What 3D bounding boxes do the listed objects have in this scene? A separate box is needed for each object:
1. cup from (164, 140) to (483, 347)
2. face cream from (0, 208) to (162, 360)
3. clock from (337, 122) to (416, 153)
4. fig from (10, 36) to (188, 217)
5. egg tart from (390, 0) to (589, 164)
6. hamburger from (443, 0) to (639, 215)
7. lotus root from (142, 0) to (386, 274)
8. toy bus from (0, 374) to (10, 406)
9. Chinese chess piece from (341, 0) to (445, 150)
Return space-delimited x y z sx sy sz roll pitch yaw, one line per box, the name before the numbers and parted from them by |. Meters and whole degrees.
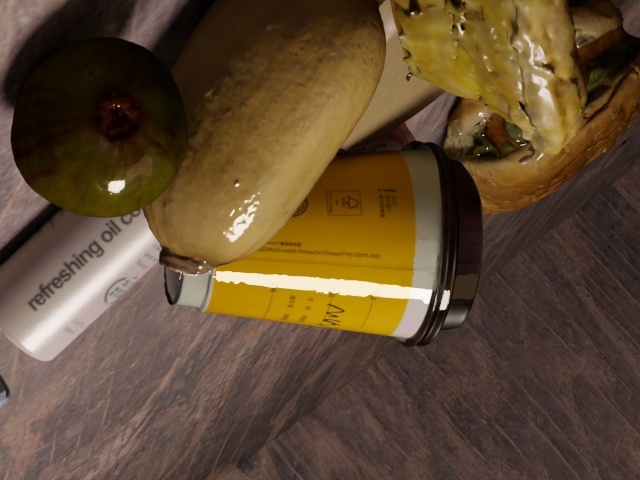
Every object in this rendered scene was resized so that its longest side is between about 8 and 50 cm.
cup | 0.000 0.000 1.406 0.279 0.196 0.196 2 153 -13
face cream | -0.147 -0.032 1.276 0.311 0.092 0.092 -42 167 3
clock | 0.003 -0.096 1.533 0.162 0.093 0.166 -34 164 8
fig | -0.164 -0.081 1.100 0.124 0.124 0.236 -40 -169 -8
egg tart | 0.109 -0.217 1.074 0.132 0.341 0.341 -7 172 11
hamburger | 0.278 -0.161 1.937 0.330 0.162 0.209 -39 169 13
lotus root | -0.044 -0.108 1.157 0.303 0.146 0.131 -58 161 4
toy bus | -0.394 0.162 1.157 0.136 0.109 0.329 -49 166 32
Chinese chess piece | 0.070 -0.199 1.334 0.273 0.102 0.273 -38 165 -12
